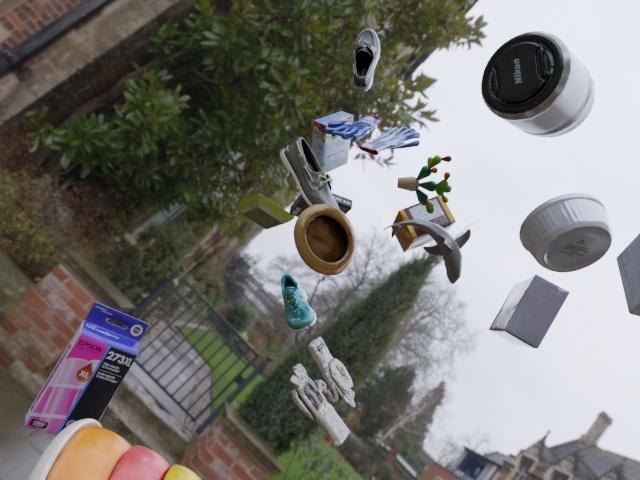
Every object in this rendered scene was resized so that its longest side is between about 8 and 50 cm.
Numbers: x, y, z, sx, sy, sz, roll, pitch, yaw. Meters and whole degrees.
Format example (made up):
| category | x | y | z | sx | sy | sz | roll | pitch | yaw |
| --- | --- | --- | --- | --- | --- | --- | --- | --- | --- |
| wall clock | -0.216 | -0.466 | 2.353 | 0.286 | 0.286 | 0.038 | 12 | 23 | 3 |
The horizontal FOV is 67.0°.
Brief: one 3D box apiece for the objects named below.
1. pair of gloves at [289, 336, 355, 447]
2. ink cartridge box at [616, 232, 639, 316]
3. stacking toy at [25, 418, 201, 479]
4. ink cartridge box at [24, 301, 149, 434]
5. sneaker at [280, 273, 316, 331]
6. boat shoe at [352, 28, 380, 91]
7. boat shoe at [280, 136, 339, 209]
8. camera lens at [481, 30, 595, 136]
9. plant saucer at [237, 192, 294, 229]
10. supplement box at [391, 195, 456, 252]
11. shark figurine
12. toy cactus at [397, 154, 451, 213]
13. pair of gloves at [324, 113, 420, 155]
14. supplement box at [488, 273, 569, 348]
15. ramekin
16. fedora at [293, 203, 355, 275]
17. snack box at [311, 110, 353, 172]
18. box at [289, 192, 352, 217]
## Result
| category | x | y | z | sx | sy | sz | roll | pitch | yaw |
| --- | --- | --- | --- | --- | --- | --- | --- | --- | --- |
| pair of gloves | 0.009 | 0.367 | 1.194 | 0.204 | 0.042 | 0.240 | 53 | 23 | -3 |
| ink cartridge box | 0.913 | 0.059 | 1.329 | 0.045 | 0.223 | 0.223 | 16 | -43 | 5 |
| stacking toy | -0.370 | 0.601 | 1.072 | 0.481 | 0.350 | 0.350 | 6 | -19 | 0 |
| ink cartridge box | -0.659 | 0.378 | 1.386 | 0.176 | 0.370 | 0.069 | 33 | -10 | -31 |
| sneaker | -0.094 | 0.219 | 1.699 | 0.275 | 0.107 | 0.109 | -121 | -173 | -57 |
| boat shoe | 0.138 | -0.555 | 1.447 | 0.078 | 0.219 | 0.070 | 4 | -19 | 7 |
| boat shoe | -0.022 | -0.202 | 1.580 | 0.109 | 0.091 | 0.304 | -4 | 58 | -58 |
| camera lens | 0.572 | -0.399 | 1.268 | 0.274 | 0.219 | 0.219 | 7 | 19 | -46 |
| plant saucer | -0.233 | -0.107 | 1.996 | 0.188 | 0.045 | 0.188 | 34 | -29 | -29 |
| supplement box | 0.419 | -0.067 | 1.992 | 0.191 | 0.194 | 0.129 | 95 | -27 | -71 |
| shark figurine | 0.343 | -0.005 | 1.459 | 0.278 | 0.166 | 0.116 | 37 | 15 | 3 |
| toy cactus | 0.352 | -0.195 | 1.632 | 0.181 | 0.112 | 0.218 | 6 | -44 | 8 |
| pair of gloves | 0.115 | -0.232 | 1.040 | 0.198 | 0.159 | 0.023 | 29 | -47 | 35 |
| supplement box | 0.436 | 0.154 | 1.033 | 0.073 | 0.130 | 0.239 | 30 | -3 | 16 |
| ramekin | 0.799 | -0.012 | 1.558 | 0.127 | 0.273 | 0.272 | -94 | 160 | -46 |
| fedora | 0.000 | 0.000 | 1.249 | 0.194 | 0.194 | 0.079 | 51 | -31 | -19 |
| snack box | 0.043 | -0.378 | 1.876 | 0.070 | 0.175 | 0.207 | 30 | -49 | 28 |
| box | -0.001 | -0.126 | 1.841 | 0.184 | 0.045 | 0.191 | 17 | -28 | -19 |
